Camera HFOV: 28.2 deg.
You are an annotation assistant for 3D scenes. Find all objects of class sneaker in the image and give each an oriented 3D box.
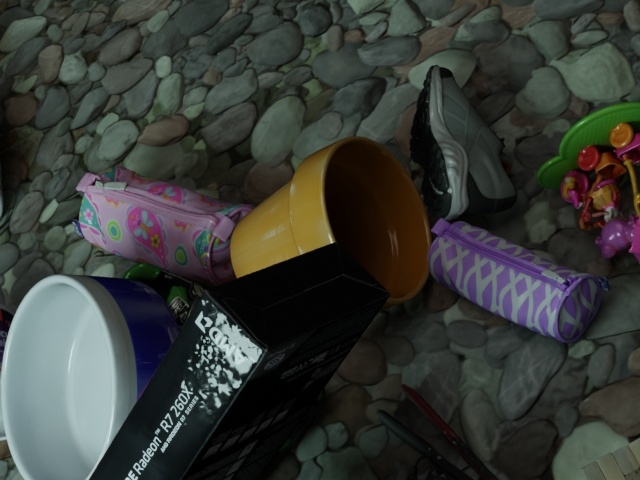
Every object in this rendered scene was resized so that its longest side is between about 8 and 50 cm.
[{"bbox_3d":[-0.136,0.141,1.540,0.343,0.146,0.134,29,75,39],"label":"sneaker"},{"bbox_3d":[0.175,-0.120,1.595,0.108,0.100,0.271,3,42,-10],"label":"sneaker"}]

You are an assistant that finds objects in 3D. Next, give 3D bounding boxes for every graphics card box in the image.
[{"bbox_3d":[-0.102,0.181,1.321,0.094,0.233,0.371,45,123,17],"label":"graphics card box"}]

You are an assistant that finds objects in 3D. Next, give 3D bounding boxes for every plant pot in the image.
[{"bbox_3d":[0.000,0.000,1.543,0.188,0.205,0.205,-20,48,37],"label":"plant pot"}]

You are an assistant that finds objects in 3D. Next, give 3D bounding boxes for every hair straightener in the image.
[{"bbox_3d":[0.132,0.255,1.377,0.089,0.047,0.230,-43,51,-3],"label":"hair straightener"}]

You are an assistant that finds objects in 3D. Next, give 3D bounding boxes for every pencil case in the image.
[{"bbox_3d":[-0.206,-0.020,1.718,0.284,0.124,0.124,19,69,37],"label":"pencil case"},{"bbox_3d":[0.217,0.044,1.442,0.206,0.088,0.086,23,69,40],"label":"pencil case"}]

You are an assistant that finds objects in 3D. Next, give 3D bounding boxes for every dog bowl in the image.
[{"bbox_3d":[-0.273,0.174,1.519,0.265,0.104,0.265,-5,83,48],"label":"dog bowl"}]

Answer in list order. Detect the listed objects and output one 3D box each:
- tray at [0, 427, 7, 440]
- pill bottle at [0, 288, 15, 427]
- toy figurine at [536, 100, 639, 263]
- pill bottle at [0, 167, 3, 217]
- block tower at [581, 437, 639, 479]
[{"bbox_3d":[-0.376,0.202,1.717,0.270,0.030,0.145,-13,51,22],"label":"tray"},{"bbox_3d":[-0.452,0.148,1.706,0.108,0.108,0.193,-30,48,9],"label":"pill bottle"},{"bbox_3d":[0.335,-0.043,1.434,0.173,0.130,0.159,-35,53,34],"label":"toy figurine"},{"bbox_3d":[-0.588,-0.144,2.003,0.160,0.160,0.283,-27,48,11],"label":"pill bottle"},{"bbox_3d":[0.412,0.199,1.211,0.335,0.097,0.091,-31,47,10],"label":"block tower"}]
